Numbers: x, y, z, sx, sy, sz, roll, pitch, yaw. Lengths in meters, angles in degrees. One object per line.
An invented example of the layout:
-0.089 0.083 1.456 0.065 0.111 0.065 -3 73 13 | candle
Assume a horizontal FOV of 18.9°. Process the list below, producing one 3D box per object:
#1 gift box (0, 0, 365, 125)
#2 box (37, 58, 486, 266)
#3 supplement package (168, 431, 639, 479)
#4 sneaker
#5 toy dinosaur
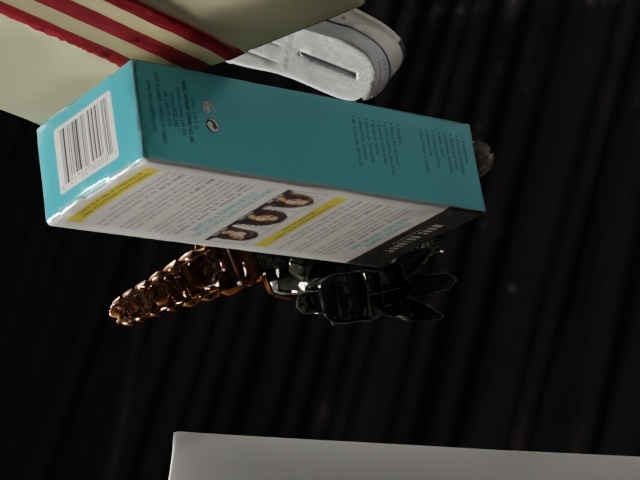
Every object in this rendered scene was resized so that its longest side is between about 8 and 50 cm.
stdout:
-0.156 -0.231 0.988 0.255 0.276 0.258 -24 159 25 | gift box
-0.030 -0.039 1.091 0.244 0.060 0.100 8 155 -40 | box
0.036 0.219 0.548 0.177 0.175 0.293 3 129 1 | supplement package
-0.033 -0.216 1.957 0.258 0.091 0.094 29 122 17 | sneaker
0.000 0.000 1.501 0.164 0.322 0.218 48 165 -12 | toy dinosaur
